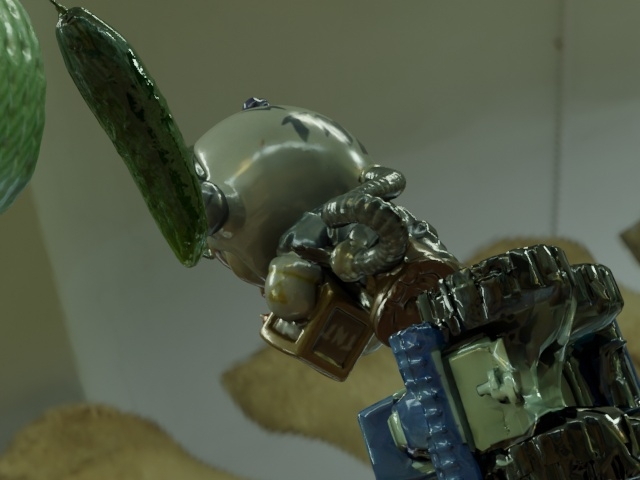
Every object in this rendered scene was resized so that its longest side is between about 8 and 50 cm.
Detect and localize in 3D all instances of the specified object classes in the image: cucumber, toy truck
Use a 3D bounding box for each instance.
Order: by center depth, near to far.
[{"bbox_3d":[0.095,0.081,0.908,0.126,0.113,0.208,-24,-15,19],"label":"toy truck"},{"bbox_3d":[-0.096,-0.062,1.011,0.039,0.039,0.168,-27,-75,0],"label":"cucumber"}]

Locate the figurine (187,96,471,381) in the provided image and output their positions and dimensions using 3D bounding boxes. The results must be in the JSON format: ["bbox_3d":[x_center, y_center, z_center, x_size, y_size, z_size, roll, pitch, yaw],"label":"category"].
[{"bbox_3d":[0.001,0.003,1.661,0.186,0.382,0.261,-51,-52,1],"label":"figurine"}]

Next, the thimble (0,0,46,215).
[{"bbox_3d":[-0.300,-0.102,1.341,0.219,0.219,0.150,-43,-15,15],"label":"thimble"}]
